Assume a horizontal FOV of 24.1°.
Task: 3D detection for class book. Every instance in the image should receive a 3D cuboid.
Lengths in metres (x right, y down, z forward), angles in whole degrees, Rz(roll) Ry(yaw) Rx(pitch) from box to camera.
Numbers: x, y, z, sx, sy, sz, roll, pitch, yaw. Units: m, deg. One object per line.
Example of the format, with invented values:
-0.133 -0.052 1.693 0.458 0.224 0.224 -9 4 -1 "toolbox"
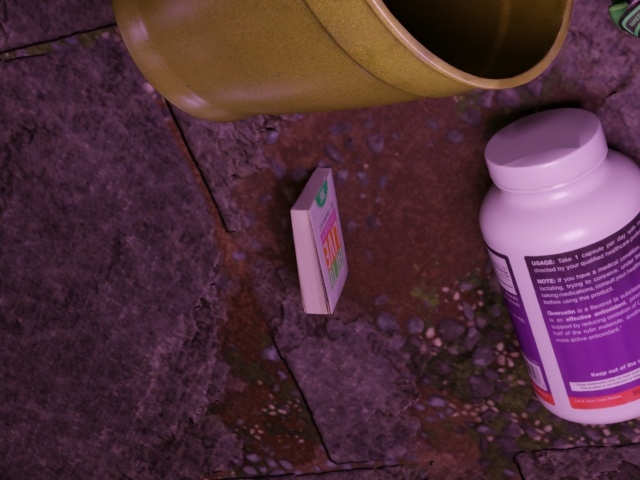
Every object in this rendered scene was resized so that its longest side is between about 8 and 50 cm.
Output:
0.000 0.000 1.752 0.035 0.096 0.144 2 124 19 "book"

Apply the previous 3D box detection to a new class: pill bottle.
0.280 0.027 1.615 0.181 0.181 0.323 -8 120 24 "pill bottle"

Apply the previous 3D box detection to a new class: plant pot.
-0.008 -0.272 1.439 0.353 0.366 0.366 -17 116 41 "plant pot"

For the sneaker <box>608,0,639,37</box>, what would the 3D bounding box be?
0.323 -0.329 1.388 0.146 0.134 0.343 5 125 17 "sneaker"
